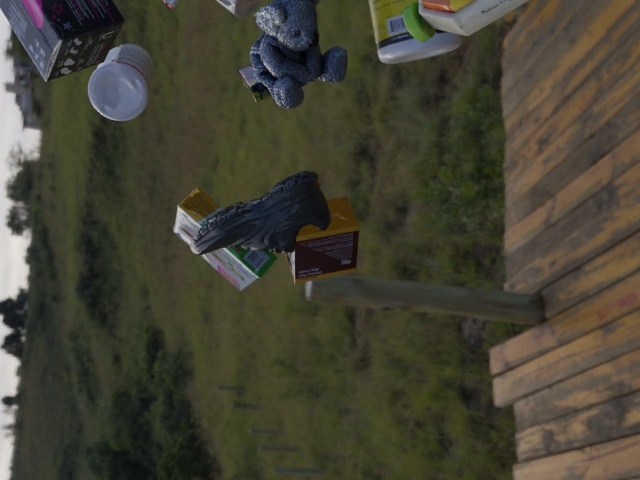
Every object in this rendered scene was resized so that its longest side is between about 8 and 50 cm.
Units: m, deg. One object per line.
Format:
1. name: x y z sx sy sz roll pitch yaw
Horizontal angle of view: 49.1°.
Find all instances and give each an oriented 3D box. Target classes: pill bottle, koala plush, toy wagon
1. pill bottle: -0.555 -0.459 1.990 0.283 0.161 0.160 -103 23 -60
2. koala plush: -0.063 -0.442 1.509 0.203 0.196 0.221 45 157 23
3. pill bottle: 0.192 -0.572 1.537 0.188 0.188 0.333 -153 52 -78
4. toy wagon: 0.233 -0.436 0.976 0.267 0.068 0.344 -24 48 38

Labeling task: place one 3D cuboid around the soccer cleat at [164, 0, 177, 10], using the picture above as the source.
1. soccer cleat: -0.322 -0.518 1.481 0.035 0.029 0.083 -46 51 13

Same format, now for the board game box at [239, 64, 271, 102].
1. board game box: -0.105 -0.418 1.748 0.141 0.170 0.048 -122 9 -54

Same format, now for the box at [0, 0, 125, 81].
1. box: -0.511 -0.461 1.332 0.247 0.142 0.163 59 145 -1

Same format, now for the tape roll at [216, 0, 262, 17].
1. tape roll: -0.163 -0.643 1.669 0.219 0.072 0.219 -52 -1 -1

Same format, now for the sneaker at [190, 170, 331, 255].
1. sneaker: -0.112 -0.021 1.318 0.130 0.286 0.109 63 -163 -16

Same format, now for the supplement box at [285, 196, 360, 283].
1. supplement box: 0.000 0.000 2.033 0.194 0.192 0.129 91 164 -44

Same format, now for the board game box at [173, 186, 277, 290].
1. board game box: -0.238 0.007 1.676 0.064 0.242 0.316 -49 5 -16
